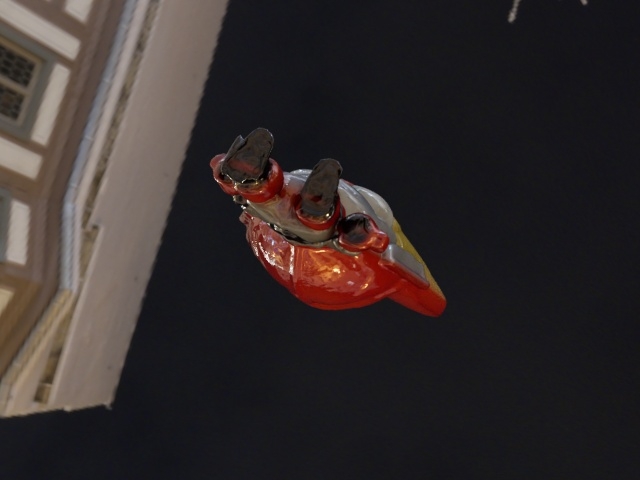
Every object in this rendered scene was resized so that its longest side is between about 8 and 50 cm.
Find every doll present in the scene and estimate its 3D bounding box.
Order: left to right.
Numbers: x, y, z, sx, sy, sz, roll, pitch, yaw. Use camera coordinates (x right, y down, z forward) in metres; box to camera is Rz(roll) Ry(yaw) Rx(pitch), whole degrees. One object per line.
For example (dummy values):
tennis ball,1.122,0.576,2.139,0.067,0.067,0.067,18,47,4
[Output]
doll,0.000,0.000,0.381,0.109,0.169,0.057,20,-94,14
